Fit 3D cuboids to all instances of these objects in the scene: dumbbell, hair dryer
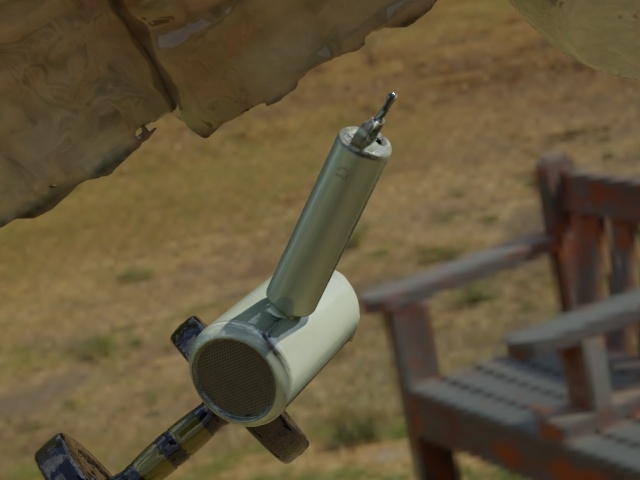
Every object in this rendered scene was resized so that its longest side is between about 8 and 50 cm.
[{"bbox_3d":[-0.118,0.166,1.450,0.325,0.143,0.143,-41,17,-3],"label":"dumbbell"},{"bbox_3d":[0.000,0.000,0.595,0.038,0.124,0.063,31,32,11],"label":"hair dryer"}]

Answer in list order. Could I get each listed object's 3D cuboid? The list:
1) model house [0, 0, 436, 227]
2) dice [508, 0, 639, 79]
[{"bbox_3d":[-0.190,-0.274,1.007,0.445,0.400,0.395,-31,34,4],"label":"model house"},{"bbox_3d":[0.260,-0.277,1.304,0.259,0.251,0.243,6,-28,-28],"label":"dice"}]
